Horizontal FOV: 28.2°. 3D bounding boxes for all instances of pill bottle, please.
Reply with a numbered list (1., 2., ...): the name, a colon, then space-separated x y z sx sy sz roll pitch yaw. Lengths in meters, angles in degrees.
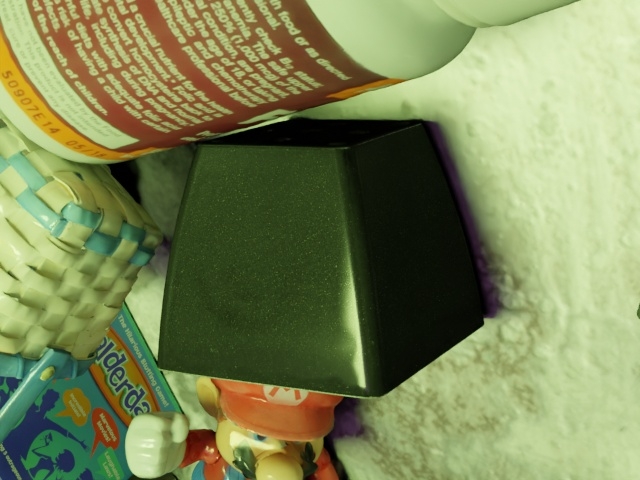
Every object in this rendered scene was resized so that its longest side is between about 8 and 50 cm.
1. pill bottle: -0.031 -0.193 0.823 0.392 0.224 0.224 -11 108 36

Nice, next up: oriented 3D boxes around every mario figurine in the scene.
1. mario figurine: -0.060 0.212 1.078 0.170 0.198 0.321 39 133 23

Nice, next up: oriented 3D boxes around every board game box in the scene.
1. board game box: -0.226 0.154 1.131 0.047 0.210 0.160 -17 105 38

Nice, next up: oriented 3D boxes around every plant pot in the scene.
1. plant pot: 0.000 0.000 0.944 0.187 0.188 0.167 4 104 30

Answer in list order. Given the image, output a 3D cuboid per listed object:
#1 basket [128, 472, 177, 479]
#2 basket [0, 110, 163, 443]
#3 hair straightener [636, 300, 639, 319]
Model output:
1. basket: -0.229 0.317 1.208 0.154 0.227 0.204 10 118 27
2. basket: -0.279 0.032 0.980 0.289 0.201 0.255 -44 67 7
3. hair straightener: 0.253 -0.041 0.840 0.089 0.047 0.230 25 125 18
